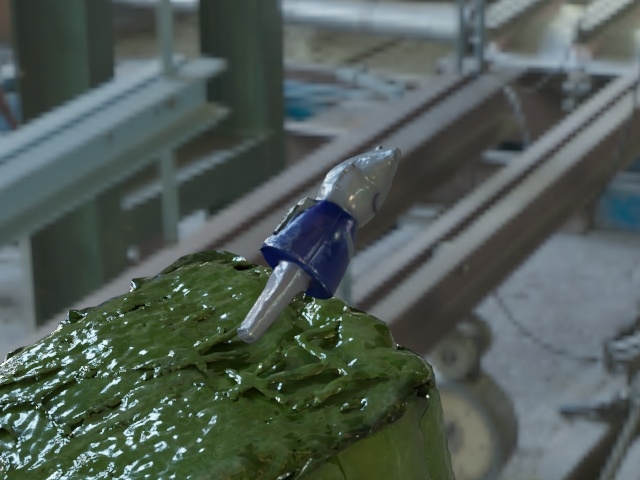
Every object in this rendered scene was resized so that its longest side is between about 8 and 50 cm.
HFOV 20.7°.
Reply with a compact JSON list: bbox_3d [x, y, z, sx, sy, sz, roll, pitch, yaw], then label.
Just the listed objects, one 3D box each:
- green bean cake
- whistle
[{"bbox_3d":[-0.065,0.105,0.735,0.214,0.113,0.200,-30,31,-21],"label":"green bean cake"},{"bbox_3d":[0.000,0.000,0.580,0.083,0.029,0.033,-54,7,-19],"label":"whistle"}]
